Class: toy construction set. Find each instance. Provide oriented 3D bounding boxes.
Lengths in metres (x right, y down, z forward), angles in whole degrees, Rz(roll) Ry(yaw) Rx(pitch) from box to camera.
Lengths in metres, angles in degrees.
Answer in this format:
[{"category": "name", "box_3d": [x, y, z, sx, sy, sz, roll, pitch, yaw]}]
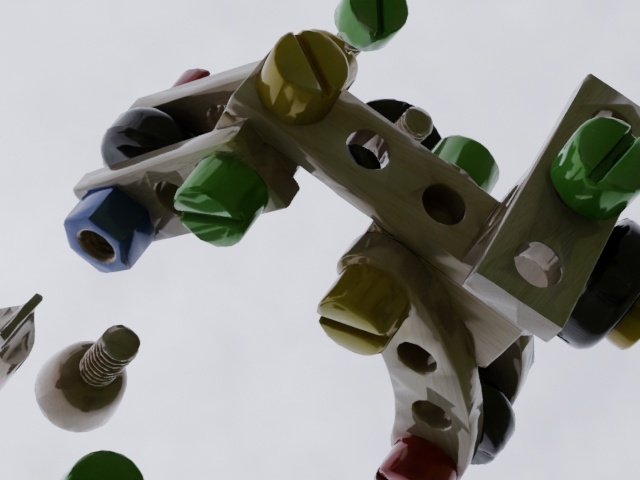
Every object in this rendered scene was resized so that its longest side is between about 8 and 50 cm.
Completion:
[{"category": "toy construction set", "box_3d": [0.000, 0.000, 0.619, 0.309, 0.237, 0.257, -24, -100, -30]}]
